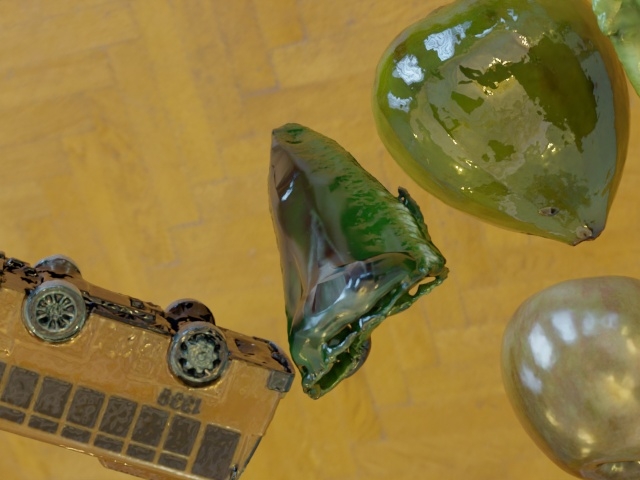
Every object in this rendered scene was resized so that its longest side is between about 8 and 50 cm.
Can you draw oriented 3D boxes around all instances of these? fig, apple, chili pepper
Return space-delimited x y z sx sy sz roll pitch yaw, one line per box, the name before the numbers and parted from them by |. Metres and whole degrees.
fig | 0.158 -0.094 1.105 0.203 0.203 0.225 -33 87 25
apple | 0.350 0.176 1.713 0.257 0.233 0.257 -2 154 -1
chili pepper | 0.002 0.002 0.785 0.062 0.216 0.108 35 108 -30

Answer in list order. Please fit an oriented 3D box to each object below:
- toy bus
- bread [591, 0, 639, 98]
toy bus | -0.128 0.088 0.888 0.201 0.098 0.114 19 96 -14
bread | 0.349 -0.092 0.881 0.376 0.251 0.208 41 158 -29
